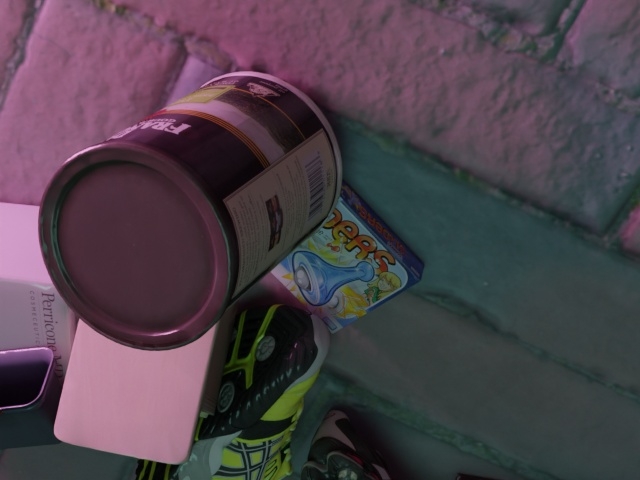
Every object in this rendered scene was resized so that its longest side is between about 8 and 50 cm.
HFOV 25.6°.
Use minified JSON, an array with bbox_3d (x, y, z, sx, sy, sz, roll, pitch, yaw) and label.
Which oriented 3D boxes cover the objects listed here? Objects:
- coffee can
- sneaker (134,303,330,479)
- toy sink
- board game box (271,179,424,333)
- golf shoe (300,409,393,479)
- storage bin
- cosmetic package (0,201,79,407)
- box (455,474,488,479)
[{"bbox_3d":[-0.119,-0.037,1.390,0.201,0.275,0.202,8,113,20],"label":"coffee can"},{"bbox_3d":[-0.086,0.213,1.696,0.147,0.145,0.385,18,133,-26],"label":"sneaker"},{"bbox_3d":[-0.187,0.126,1.570,0.152,0.234,0.131,10,169,5],"label":"toy sink"},{"bbox_3d":[0.000,0.000,1.567,0.136,0.035,0.201,-34,112,30],"label":"board game box"},{"bbox_3d":[0.072,0.327,1.736,0.105,0.120,0.273,-19,122,18],"label":"golf shoe"},{"bbox_3d":[-0.345,0.188,1.559,0.135,0.098,0.091,-8,133,17],"label":"storage bin"},{"bbox_3d":[-0.445,0.073,1.645,0.384,0.156,0.217,5,125,10],"label":"cosmetic package"},{"bbox_3d":[0.338,0.430,1.733,0.381,0.143,0.191,7,126,6],"label":"box"}]
